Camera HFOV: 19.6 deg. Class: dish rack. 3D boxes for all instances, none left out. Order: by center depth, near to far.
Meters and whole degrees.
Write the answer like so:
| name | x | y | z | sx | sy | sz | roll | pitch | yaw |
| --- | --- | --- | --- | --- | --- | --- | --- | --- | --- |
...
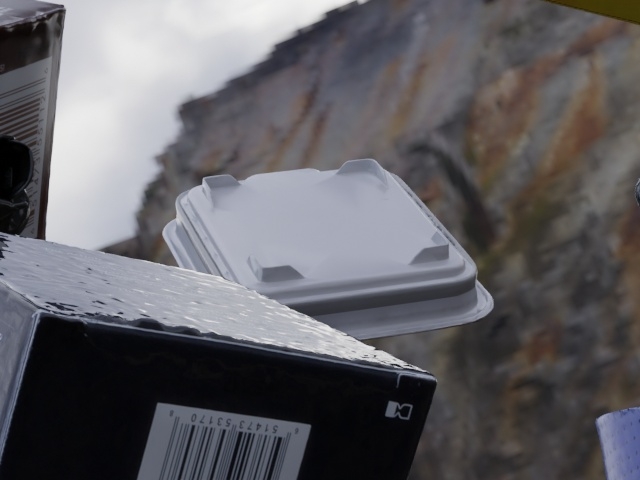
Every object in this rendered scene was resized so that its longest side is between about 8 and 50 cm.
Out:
| name | x | y | z | sx | sy | sz | roll | pitch | yaw |
| --- | --- | --- | --- | --- | --- | --- | --- | --- | --- |
| dish rack | 0.000 | 0.000 | 1.909 | 0.285 | 0.072 | 0.333 | -8 | 25 | -15 |

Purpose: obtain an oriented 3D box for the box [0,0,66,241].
| name | x | y | z | sx | sy | sz | roll | pitch | yaw |
| --- | --- | --- | --- | --- | --- | --- | --- | --- | --- |
| box | -0.371 | -0.087 | 1.231 | 0.381 | 0.191 | 0.143 | 12 | 17 | 13 |

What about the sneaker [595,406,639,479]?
| name | x | y | z | sx | sy | sz | roll | pitch | yaw |
| --- | --- | --- | --- | --- | --- | --- | --- | --- | --- |
| sneaker | 0.153 | 0.227 | 0.804 | 0.182 | 0.316 | 0.127 | -12 | -16 | -13 |

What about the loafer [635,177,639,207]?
| name | x | y | z | sx | sy | sz | roll | pitch | yaw |
| --- | --- | --- | --- | --- | --- | --- | --- | --- | --- |
| loafer | 0.366 | 0.002 | 1.753 | 0.061 | 0.170 | 0.062 | -25 | 16 | 49 |

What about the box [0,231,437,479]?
| name | x | y | z | sx | sy | sz | roll | pitch | yaw |
| --- | --- | --- | --- | --- | --- | --- | --- | --- | --- |
| box | -0.073 | 0.059 | 0.653 | 0.156 | 0.093 | 0.158 | 13 | 6 | -34 |

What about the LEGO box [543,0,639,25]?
| name | x | y | z | sx | sy | sz | roll | pitch | yaw |
| --- | --- | --- | --- | --- | --- | --- | --- | --- | --- |
| LEGO box | 0.394 | -0.299 | 1.413 | 0.500 | 0.193 | 0.372 | 14 | -21 | 1 |

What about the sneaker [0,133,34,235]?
| name | x | y | z | sx | sy | sz | roll | pitch | yaw |
| --- | --- | --- | --- | --- | --- | --- | --- | --- | --- |
| sneaker | -0.186 | -0.026 | 1.015 | 0.089 | 0.051 | 0.170 | -18 | -7 | 24 |
